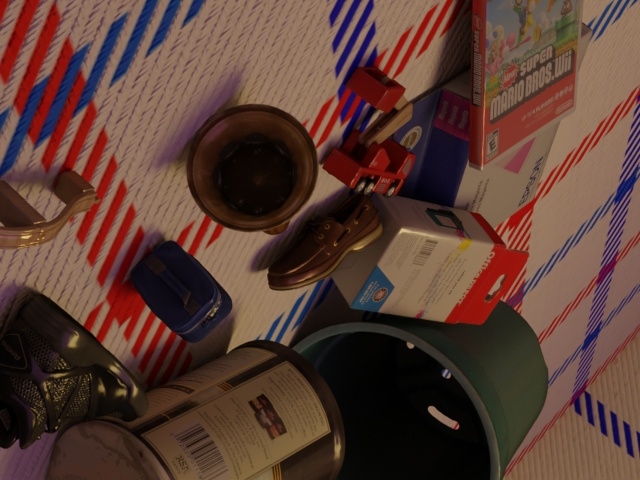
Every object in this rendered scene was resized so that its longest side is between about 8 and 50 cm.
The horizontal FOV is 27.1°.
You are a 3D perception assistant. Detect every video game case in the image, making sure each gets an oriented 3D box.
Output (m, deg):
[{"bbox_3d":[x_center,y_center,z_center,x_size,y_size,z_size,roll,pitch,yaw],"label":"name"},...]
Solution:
[{"bbox_3d":[0.248,-0.246,1.581,0.204,0.025,0.285,-32,133,-37],"label":"video game case"}]

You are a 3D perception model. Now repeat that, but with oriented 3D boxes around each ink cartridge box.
[{"bbox_3d":[0.142,0.028,1.710,0.231,0.078,0.134,11,122,-37],"label":"ink cartridge box"},{"bbox_3d":[0.205,-0.106,1.758,0.330,0.071,0.324,-36,153,-34],"label":"ink cartridge box"}]

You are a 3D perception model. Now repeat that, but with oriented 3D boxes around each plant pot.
[{"bbox_3d":[0.148,0.229,1.861,0.334,0.341,0.341,-28,149,-58],"label":"plant pot"}]

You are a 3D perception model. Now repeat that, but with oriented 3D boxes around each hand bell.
[{"bbox_3d":[-0.057,-0.045,1.366,0.126,0.126,0.242,-48,170,-7],"label":"hand bell"}]

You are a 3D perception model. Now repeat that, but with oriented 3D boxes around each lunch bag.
[{"bbox_3d":[-0.139,0.053,1.326,0.067,0.098,0.065,-45,154,-1],"label":"lunch bag"}]

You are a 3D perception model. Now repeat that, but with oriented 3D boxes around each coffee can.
[{"bbox_3d":[-0.135,0.249,1.493,0.275,0.201,0.201,-22,144,-47],"label":"coffee can"}]

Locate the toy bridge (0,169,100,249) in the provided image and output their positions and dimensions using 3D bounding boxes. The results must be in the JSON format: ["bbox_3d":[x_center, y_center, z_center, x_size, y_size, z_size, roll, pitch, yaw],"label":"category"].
[{"bbox_3d":[-0.245,-0.021,1.069,0.188,0.063,0.026,-15,138,-53],"label":"toy bridge"}]

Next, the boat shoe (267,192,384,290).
[{"bbox_3d":[0.001,0.000,1.563,0.178,0.064,0.060,-34,120,-34],"label":"boat shoe"}]

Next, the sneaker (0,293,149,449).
[{"bbox_3d":[-0.253,0.146,1.277,0.130,0.087,0.227,-47,153,-6],"label":"sneaker"}]

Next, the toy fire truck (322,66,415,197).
[{"bbox_3d":[0.067,-0.120,1.510,0.135,0.047,0.192,-58,156,13],"label":"toy fire truck"}]
